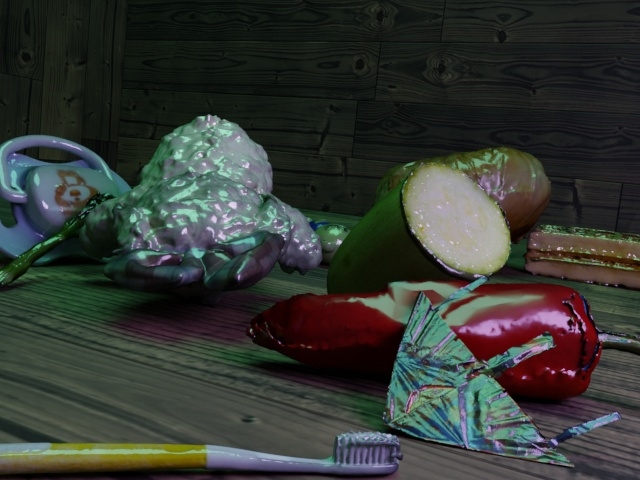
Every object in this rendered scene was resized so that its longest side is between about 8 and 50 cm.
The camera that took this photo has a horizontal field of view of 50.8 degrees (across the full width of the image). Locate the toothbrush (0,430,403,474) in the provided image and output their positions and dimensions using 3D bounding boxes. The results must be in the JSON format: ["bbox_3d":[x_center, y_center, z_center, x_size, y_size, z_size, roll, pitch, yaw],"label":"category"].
[{"bbox_3d":[-0.089,0.124,0.391,0.289,0.024,0.021,4,8,-14],"label":"toothbrush"}]

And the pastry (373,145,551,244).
[{"bbox_3d":[0.322,-0.078,1.562,0.410,0.244,0.409,-9,4,1],"label":"pastry"}]

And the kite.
[{"bbox_3d":[0.116,0.107,0.516,0.160,0.010,0.183,-23,49,-18],"label":"kite"}]

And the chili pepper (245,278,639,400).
[{"bbox_3d":[0.126,0.089,0.609,0.388,0.110,0.110,2,6,-1],"label":"chili pepper"}]

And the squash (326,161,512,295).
[{"bbox_3d":[0.083,0.032,0.739,0.133,0.132,0.247,3,-28,-26],"label":"squash"}]

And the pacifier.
[{"bbox_3d":[-0.440,-0.042,1.102,0.279,0.227,0.207,0,-32,-45],"label":"pacifier"}]

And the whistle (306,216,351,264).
[{"bbox_3d":[0.000,0.000,1.372,0.105,0.085,0.227,7,4,-32],"label":"whistle"}]

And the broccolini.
[{"bbox_3d":[-0.351,0.002,0.924,0.058,0.071,0.254,2,29,14],"label":"broccolini"}]

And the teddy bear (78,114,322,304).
[{"bbox_3d":[-0.160,0.026,0.907,0.328,0.375,0.362,4,48,-11],"label":"teddy bear"}]

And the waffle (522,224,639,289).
[{"bbox_3d":[0.669,0.042,1.538,0.377,0.113,0.261,8,9,23],"label":"waffle"}]
